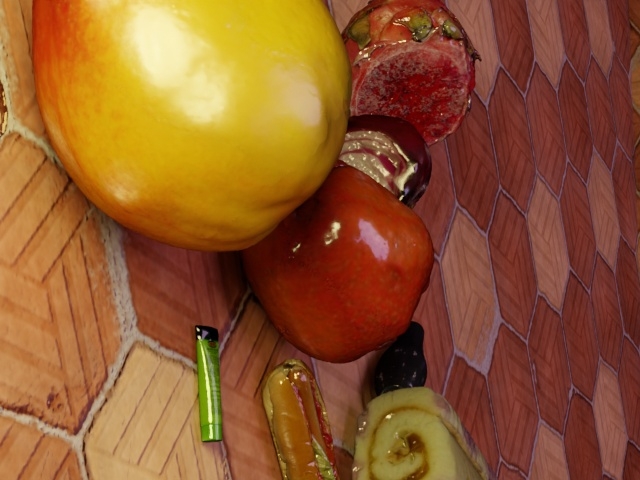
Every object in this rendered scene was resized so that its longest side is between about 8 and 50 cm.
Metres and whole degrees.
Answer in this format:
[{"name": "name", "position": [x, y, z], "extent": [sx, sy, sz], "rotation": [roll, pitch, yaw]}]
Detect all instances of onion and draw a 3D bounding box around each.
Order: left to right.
[{"name": "onion", "position": [0.044, -0.096, 1.776], "extent": [0.198, 0.173, 0.135], "rotation": [53, -1, 19]}]

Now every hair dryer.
[{"name": "hair dryer", "position": [0.154, 0.231, 1.940], "extent": [0.219, 0.075, 0.195], "rotation": [57, 22, -13]}]

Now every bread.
[{"name": "bread", "position": [0.156, 0.361, 1.853], "extent": [0.338, 0.155, 0.187], "rotation": [55, 25, -43]}]

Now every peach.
[{"name": "peach", "position": [-0.123, -0.150, 1.277], "extent": [0.308, 0.289, 0.289], "rotation": [34, 39, -7]}]

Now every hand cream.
[{"name": "hand cream", "position": [-0.116, 0.150, 1.477], "extent": [0.036, 0.023, 0.122], "rotation": [14, 68, -52]}]

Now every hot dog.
[{"name": "hot dog", "position": [-0.012, 0.249, 1.630], "extent": [0.092, 0.062, 0.235], "rotation": [-51, 130, -62]}]

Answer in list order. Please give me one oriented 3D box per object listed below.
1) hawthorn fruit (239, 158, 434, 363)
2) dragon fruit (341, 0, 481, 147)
[{"name": "hawthorn fruit", "position": [0.000, 0.000, 1.571], "extent": [0.299, 0.211, 0.211], "rotation": [50, 39, -38]}, {"name": "dragon fruit", "position": [0.104, -0.218, 1.830], "extent": [0.147, 0.211, 0.282], "rotation": [-80, -179, -54]}]
